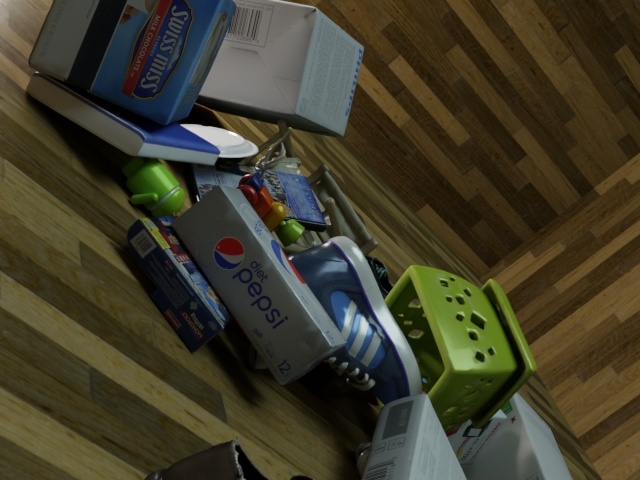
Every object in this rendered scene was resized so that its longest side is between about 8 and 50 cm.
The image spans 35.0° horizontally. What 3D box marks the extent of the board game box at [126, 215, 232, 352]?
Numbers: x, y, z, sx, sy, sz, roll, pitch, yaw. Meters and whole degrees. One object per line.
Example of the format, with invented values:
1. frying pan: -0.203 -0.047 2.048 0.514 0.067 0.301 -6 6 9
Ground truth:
1. board game box: -0.188 0.057 1.477 0.194 0.060 0.194 52 11 7

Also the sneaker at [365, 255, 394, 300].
1. sneaker: 0.087 0.062 2.303 0.267 0.106 0.101 50 29 2

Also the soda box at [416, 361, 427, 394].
1. soda box: 0.177 0.304 2.040 0.071 0.067 0.210 41 15 -36

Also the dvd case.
1. dvd case: -0.125 -0.088 1.919 0.253 0.022 0.180 9 32 -22

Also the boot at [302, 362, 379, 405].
1. boot: 0.017 0.163 1.819 0.264 0.096 0.280 56 12 24

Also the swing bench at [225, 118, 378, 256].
1. swing bench: -0.039 -0.076 2.177 0.253 0.165 0.255 58 9 32

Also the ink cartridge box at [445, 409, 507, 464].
1. ink cartridge box: 0.250 0.351 1.904 0.175 0.127 0.072 13 26 -46

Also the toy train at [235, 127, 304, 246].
1. toy train: -0.082 -0.050 1.698 0.143 0.248 0.105 42 13 -9

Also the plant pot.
1. plant pot: 0.225 0.197 1.750 0.207 0.227 0.228 3 49 -27

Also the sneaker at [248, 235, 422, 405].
1. sneaker: 0.002 0.175 1.589 0.130 0.236 0.323 -1 -65 64

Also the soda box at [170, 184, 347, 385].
1. soda box: -0.087 0.061 1.456 0.286 0.098 0.091 54 12 11

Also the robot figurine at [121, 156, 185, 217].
1. robot figurine: -0.261 -0.083 1.607 0.115 0.067 0.101 50 17 -6

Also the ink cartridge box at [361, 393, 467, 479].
1. ink cartridge box: 0.177 0.466 1.497 0.385 0.091 0.308 66 18 -15

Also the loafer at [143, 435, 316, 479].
1. loafer: -0.025 0.332 1.086 0.366 0.130 0.134 42 15 -36

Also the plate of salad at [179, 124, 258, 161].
1. plate of salad: -0.218 -0.180 1.939 0.200 0.048 0.200 10 18 -3

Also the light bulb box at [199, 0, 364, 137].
1. light bulb box: -0.133 -0.385 2.217 0.358 0.225 0.361 14 3 17

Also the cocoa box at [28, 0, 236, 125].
1. cocoa box: -0.285 -0.337 1.642 0.228 0.231 0.347 25 7 -6

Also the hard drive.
1. hard drive: -0.310 -0.192 1.659 0.210 0.040 0.319 31 9 12

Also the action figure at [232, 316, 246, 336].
1. action figure: -0.142 0.098 1.600 0.115 0.030 0.038 51 17 11

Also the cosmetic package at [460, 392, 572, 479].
1. cosmetic package: 0.372 0.465 1.971 0.155 0.197 0.365 47 11 -14

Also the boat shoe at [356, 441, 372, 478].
1. boat shoe: 0.090 0.349 1.628 0.063 0.066 0.184 21 5 26
